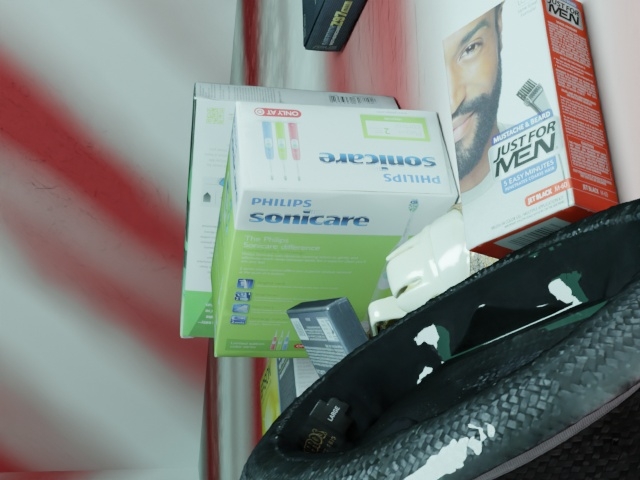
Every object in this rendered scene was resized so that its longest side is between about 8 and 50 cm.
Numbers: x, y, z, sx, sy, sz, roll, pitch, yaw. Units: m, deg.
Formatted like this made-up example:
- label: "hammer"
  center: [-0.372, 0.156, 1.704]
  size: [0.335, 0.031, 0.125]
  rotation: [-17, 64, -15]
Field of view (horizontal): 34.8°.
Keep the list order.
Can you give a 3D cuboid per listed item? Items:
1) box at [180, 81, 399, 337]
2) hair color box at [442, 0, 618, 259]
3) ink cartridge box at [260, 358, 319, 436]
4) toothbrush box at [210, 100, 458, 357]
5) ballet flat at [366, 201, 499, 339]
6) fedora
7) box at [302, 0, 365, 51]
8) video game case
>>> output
- label: "box"
  center: [-0.044, -0.023, 1.215]
  size: [0.058, 0.232, 0.322]
  rotation: [-101, 17, -61]
- label: "hair color box"
  center: [0.140, -0.079, 0.698]
  size: [0.093, 0.053, 0.167]
  rotation: [-28, 57, 45]
- label: "ink cartridge box"
  center: [-0.044, 0.227, 1.598]
  size: [0.303, 0.072, 0.307]
  rotation: [110, 156, -58]
- label: "toothbrush box"
  center: [0.000, 0.000, 1.068]
  size: [0.283, 0.206, 0.122]
  rotation: [105, 163, -51]
- label: "ballet flat"
  center: [0.098, 0.050, 0.835]
  size: [0.316, 0.106, 0.107]
  rotation: [109, 159, -55]
- label: "fedora"
  center: [0.114, 0.110, 0.556]
  size: [0.152, 0.334, 0.334]
  rotation: [56, 168, -4]
- label: "box"
  center: [0.016, -0.399, 1.378]
  size: [0.183, 0.059, 0.232]
  rotation: [128, 141, -69]
- label: "video game case"
  center: [0.055, 0.180, 0.936]
  size: [0.274, 0.026, 0.196]
  rotation: [62, 167, -1]
